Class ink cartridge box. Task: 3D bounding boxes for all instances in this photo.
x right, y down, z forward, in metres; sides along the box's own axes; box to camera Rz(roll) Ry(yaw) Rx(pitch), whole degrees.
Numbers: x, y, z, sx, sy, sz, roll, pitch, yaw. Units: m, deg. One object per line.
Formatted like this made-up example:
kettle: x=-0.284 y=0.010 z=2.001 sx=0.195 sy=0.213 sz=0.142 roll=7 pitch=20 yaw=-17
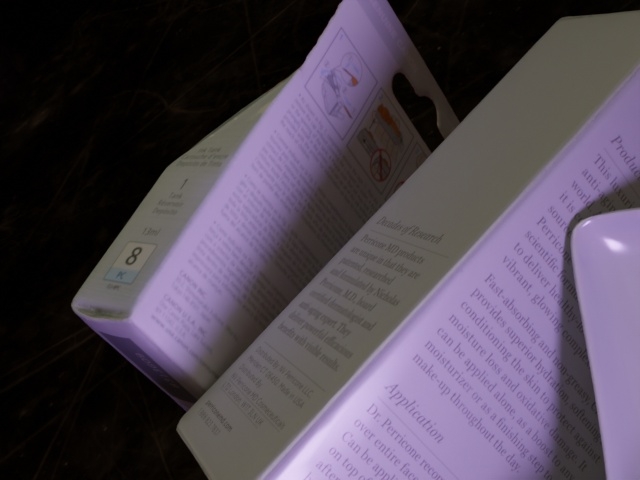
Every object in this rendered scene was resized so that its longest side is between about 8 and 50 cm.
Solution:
ink cartridge box: x=0.000 y=0.000 z=0.832 sx=0.091 sy=0.308 sz=0.385 roll=4 pitch=54 yaw=42

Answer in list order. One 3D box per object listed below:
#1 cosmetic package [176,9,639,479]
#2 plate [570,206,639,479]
cosmetic package: x=0.140 y=0.064 z=0.689 sx=0.453 sy=0.230 sz=0.161 roll=-46 pitch=23 yaw=-9
plate: x=0.307 y=0.104 z=0.548 sx=0.277 sy=0.045 sz=0.278 roll=-8 pitch=79 yaw=17
